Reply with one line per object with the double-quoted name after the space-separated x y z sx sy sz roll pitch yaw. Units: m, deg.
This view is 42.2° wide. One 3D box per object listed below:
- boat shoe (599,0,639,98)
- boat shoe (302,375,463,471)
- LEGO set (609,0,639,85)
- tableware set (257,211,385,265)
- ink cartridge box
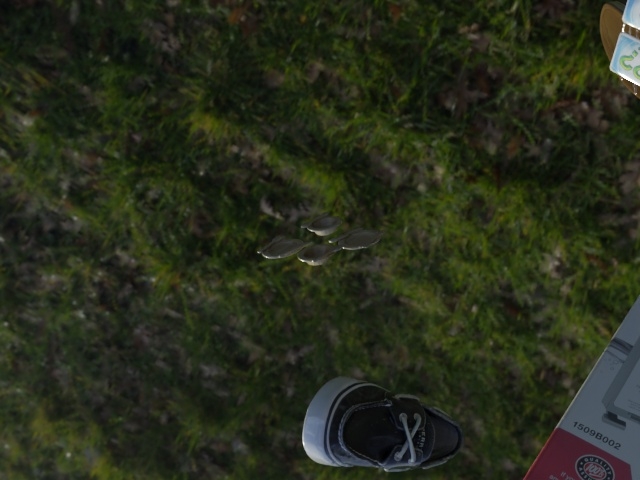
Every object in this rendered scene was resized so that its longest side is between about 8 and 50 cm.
0.575 -0.275 1.298 0.123 0.123 0.342 78 165 -47 "boat shoe"
0.090 0.238 1.030 0.102 0.108 0.301 6 167 34 "boat shoe"
0.393 -0.184 0.814 0.244 0.060 0.182 42 147 33 "LEGO set"
0.000 0.000 1.221 0.169 0.141 0.020 14 123 49 "tableware set"
0.336 0.185 0.756 0.207 0.283 0.117 26 150 28 "ink cartridge box"
